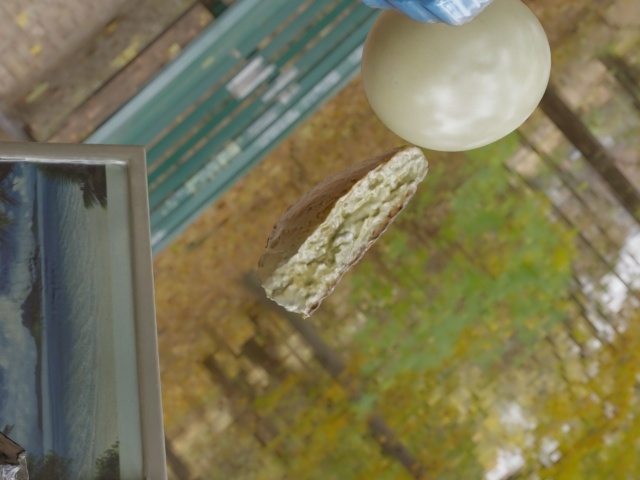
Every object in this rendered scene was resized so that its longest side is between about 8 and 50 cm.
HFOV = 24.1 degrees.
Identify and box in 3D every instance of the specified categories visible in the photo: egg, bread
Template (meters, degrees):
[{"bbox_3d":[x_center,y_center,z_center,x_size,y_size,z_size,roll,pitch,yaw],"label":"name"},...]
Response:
[{"bbox_3d":[0.150,-0.191,1.623,0.242,0.186,0.186,-19,160,-47],"label":"egg"},{"bbox_3d":[0.016,-0.017,1.011,0.136,0.054,0.154,-41,-167,8],"label":"bread"}]

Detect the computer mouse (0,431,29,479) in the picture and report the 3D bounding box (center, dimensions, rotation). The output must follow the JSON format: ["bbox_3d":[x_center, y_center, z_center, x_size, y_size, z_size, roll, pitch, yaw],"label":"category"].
[{"bbox_3d":[-0.255,0.130,0.863,0.073,0.217,0.122,-32,143,-50],"label":"computer mouse"}]

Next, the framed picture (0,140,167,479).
[{"bbox_3d":[-0.242,0.059,1.161,0.232,0.315,0.024,0,153,-15],"label":"framed picture"}]

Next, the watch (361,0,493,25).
[{"bbox_3d":[0.066,-0.284,0.896,0.305,0.274,0.241,-40,-145,33],"label":"watch"}]
